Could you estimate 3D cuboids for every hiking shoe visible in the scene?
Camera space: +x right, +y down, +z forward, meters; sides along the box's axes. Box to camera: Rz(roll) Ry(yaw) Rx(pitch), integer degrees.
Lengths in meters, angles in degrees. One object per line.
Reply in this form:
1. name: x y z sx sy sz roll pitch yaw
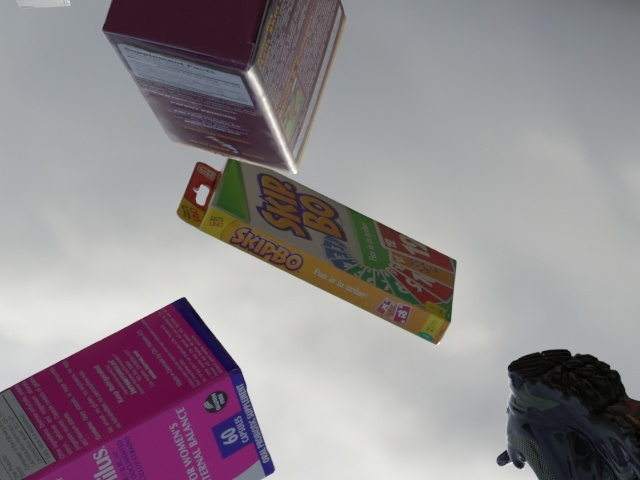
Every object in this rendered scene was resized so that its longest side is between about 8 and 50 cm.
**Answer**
1. hiking shoe: 0.215 0.167 1.346 0.086 0.114 0.227 -19 -140 -35

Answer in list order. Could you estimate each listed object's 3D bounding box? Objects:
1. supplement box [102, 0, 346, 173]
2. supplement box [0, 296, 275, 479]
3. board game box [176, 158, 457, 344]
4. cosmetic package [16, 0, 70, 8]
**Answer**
1. supplement box: -0.047 -0.116 1.057 0.081 0.104 0.188 15 168 10
2. supplement box: -0.161 0.155 1.453 0.220 0.111 0.114 -27 -141 -13
3. board game box: 0.000 0.000 1.773 0.259 0.039 0.124 24 -154 -5
4. cosmetic package: -0.295 -0.367 2.025 0.060 0.239 0.099 -3 173 -3
